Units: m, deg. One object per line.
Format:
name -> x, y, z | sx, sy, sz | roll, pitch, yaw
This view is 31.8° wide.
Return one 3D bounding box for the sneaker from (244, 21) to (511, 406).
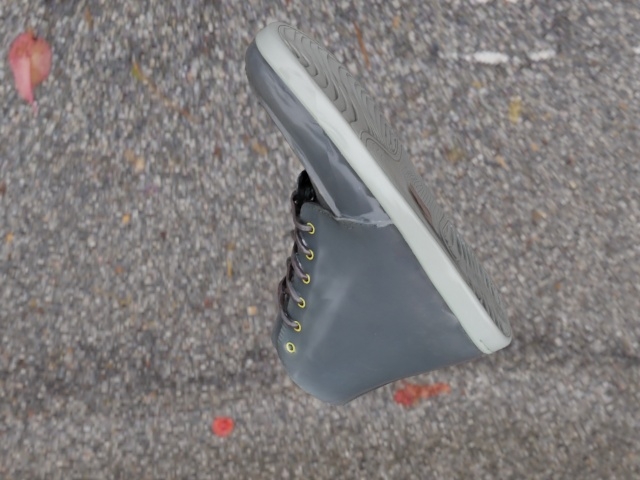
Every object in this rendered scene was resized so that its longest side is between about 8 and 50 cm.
sneaker -> 0.000, 0.000, 0.595 | 0.118, 0.083, 0.222 | -29, 114, 16
